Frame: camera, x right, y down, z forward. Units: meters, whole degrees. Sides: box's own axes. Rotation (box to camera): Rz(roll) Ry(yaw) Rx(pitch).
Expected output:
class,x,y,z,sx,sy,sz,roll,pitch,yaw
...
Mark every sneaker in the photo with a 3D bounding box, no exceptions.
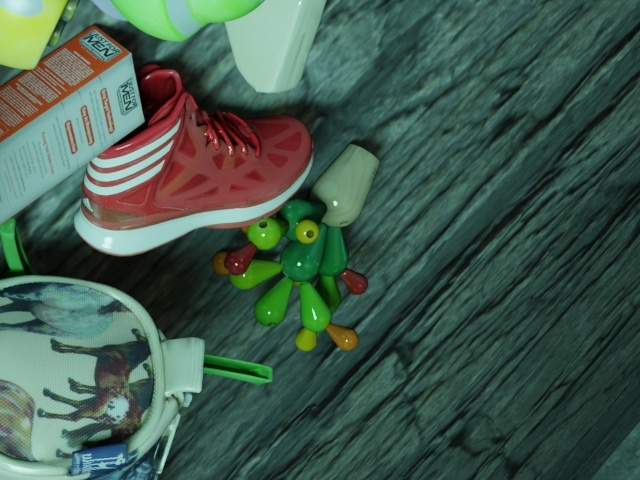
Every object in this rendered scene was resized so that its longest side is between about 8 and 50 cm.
class,x,y,z,sx,sy,sz,roll,pitch,yaw
sneaker,-0.080,-0.076,1.165,0.221,0.087,0.128,-30,147,-39

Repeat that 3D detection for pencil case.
class,x,y,z,sx,sy,sz,roll,pitch,yaw
pencil case,-0.198,0.204,1.184,0.410,0.184,0.160,103,-2,-50

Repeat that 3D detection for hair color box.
class,x,y,z,sx,sy,sz,roll,pitch,yaw
hair color box,-0.188,-0.075,1.044,0.141,0.043,0.072,-38,150,-24

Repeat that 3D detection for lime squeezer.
class,x,y,z,sx,sy,sz,roll,pitch,yaw
lime squeezer,-0.171,0.067,1.179,0.310,0.110,0.059,37,62,-48

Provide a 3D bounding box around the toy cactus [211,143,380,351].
class,x,y,z,sx,sy,sz,roll,pitch,yaw
toy cactus,0.000,0.000,1.384,0.180,0.112,0.219,-59,145,-7

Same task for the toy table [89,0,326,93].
class,x,y,z,sx,sy,sz,roll,pitch,yaw
toy table,-0.042,-0.233,0.954,0.252,0.161,0.274,-28,144,-39

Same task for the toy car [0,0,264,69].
class,x,y,z,sx,sy,sz,roll,pitch,yaw
toy car,-0.137,-0.148,0.841,0.239,0.225,0.053,64,42,-62
